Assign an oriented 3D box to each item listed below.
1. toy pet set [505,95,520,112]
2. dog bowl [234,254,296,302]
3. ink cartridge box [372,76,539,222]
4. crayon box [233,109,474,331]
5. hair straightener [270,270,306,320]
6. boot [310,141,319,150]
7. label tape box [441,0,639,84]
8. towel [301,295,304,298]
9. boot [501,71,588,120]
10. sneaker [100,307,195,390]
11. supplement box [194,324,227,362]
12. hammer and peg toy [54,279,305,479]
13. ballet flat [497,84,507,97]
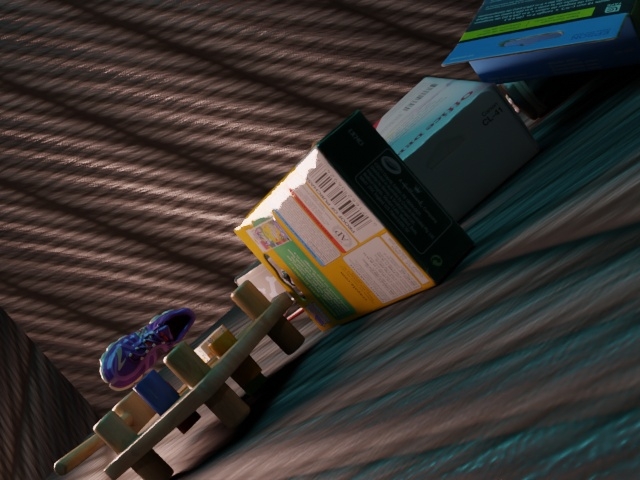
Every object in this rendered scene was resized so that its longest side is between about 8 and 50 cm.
[{"bbox_3d":[0.452,-0.316,1.632,0.122,0.065,0.114,-36,-30,26],"label":"toy pet set"},{"bbox_3d":[-0.031,0.031,1.695,0.349,0.102,0.349,-37,4,3],"label":"dog bowl"},{"bbox_3d":[0.165,-0.134,1.203,0.226,0.131,0.306,-41,17,3],"label":"ink cartridge box"},{"bbox_3d":[0.025,-0.008,0.988,0.083,0.203,0.323,-43,4,-28],"label":"crayon box"},{"bbox_3d":[-0.039,0.092,1.481,0.230,0.089,0.047,-33,26,50],"label":"hair straightener"},{"bbox_3d":[0.030,-0.037,1.213,0.112,0.115,0.305,-8,-34,0],"label":"boot"},{"bbox_3d":[0.349,-0.309,1.115,0.241,0.105,0.333,-1,40,35],"label":"label tape box"},{"bbox_3d":[0.016,0.068,1.761,0.102,0.021,0.237,-34,4,17],"label":"towel"},{"bbox_3d":[0.475,-0.388,1.408,0.284,0.138,0.377,-40,7,33],"label":"boot"},{"bbox_3d":[-0.254,0.151,1.143,0.170,0.068,0.071,-44,7,-37],"label":"sneaker"},{"bbox_3d":[-0.263,0.268,1.947,0.036,0.062,0.098,-36,7,46],"label":"supplement box"},{"bbox_3d":[-0.199,0.233,1.094,0.361,0.127,0.266,-43,2,30],"label":"hammer and peg toy"},{"bbox_3d":[0.506,-0.406,2.099,0.188,0.070,0.070,-36,6,44],"label":"ballet flat"}]
